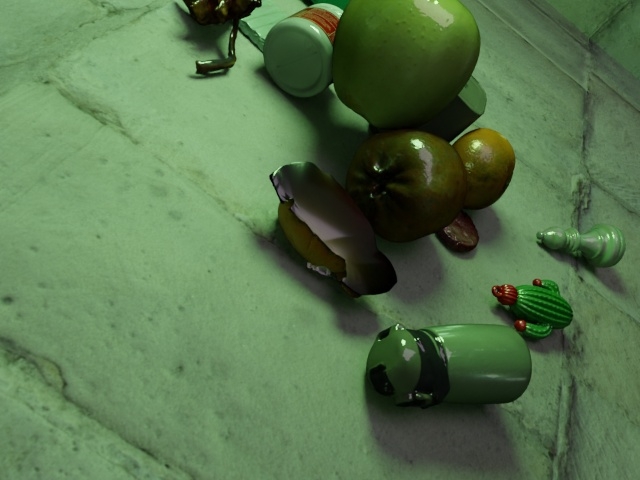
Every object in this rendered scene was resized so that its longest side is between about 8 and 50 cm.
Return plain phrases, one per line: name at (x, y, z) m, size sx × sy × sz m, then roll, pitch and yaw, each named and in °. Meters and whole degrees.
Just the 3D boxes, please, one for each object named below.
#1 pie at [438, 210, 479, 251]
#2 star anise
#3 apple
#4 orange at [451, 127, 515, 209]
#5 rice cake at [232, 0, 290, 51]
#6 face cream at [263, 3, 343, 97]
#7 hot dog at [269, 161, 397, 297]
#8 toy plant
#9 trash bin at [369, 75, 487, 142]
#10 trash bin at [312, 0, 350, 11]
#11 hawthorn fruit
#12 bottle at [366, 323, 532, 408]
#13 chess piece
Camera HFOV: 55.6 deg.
pie at (0.362, -0.034, 1.622) m, size 0.155 × 0.036 × 0.154 m, roll 20°, pitch 47°, yaw -23°
star anise at (-0.251, -0.554, 1.507) m, size 0.238 × 0.148 × 0.346 m, roll 1°, pitch 61°, yaw 13°
apple at (0.189, -0.443, 1.432) m, size 0.357 × 0.357 × 0.357 m, roll 20°, pitch 47°, yaw -23°
orange at (0.430, -0.189, 1.654) m, size 0.171 × 0.240 × 0.240 m, roll 34°, pitch 37°, yaw 28°
rice cake at (-0.149, -0.608, 1.703) m, size 0.189 × 0.037 × 0.198 m, roll 42°, pitch 43°, yaw -1°
face cream at (-0.024, -0.496, 1.587) m, size 0.201 × 0.201 × 0.187 m, roll 41°, pitch 43°, yaw -2°
hot dog at (0.003, -0.004, 1.291) m, size 0.194 × 0.107 × 0.326 m, roll -21°, pitch 80°, yaw -34°
toy plant at (0.545, 0.176, 1.556) m, size 0.240 × 0.088 × 0.154 m, roll -6°, pitch 75°, yaw -31°
trash bin at (0.306, -0.360, 1.687) m, size 0.219 × 0.250 × 0.219 m, roll 39°, pitch 42°, yaw -16°
trash bin at (0.045, -0.843, 1.880) m, size 0.381 × 0.259 × 0.295 m, roll 45°, pitch 42°, yaw -2°
hawthorn fruit at (0.223, -0.132, 1.446) m, size 0.301 × 0.268 × 0.267 m, roll -10°, pitch 64°, yaw -43°
bottle at (0.252, 0.250, 1.228) m, size 0.347 × 0.168 × 0.168 m, roll 6°, pitch 54°, yaw -29°
chess piece at (0.776, 0.000, 1.851) m, size 0.272 × 0.139 × 0.139 m, roll 9°, pitch 51°, yaw -18°
